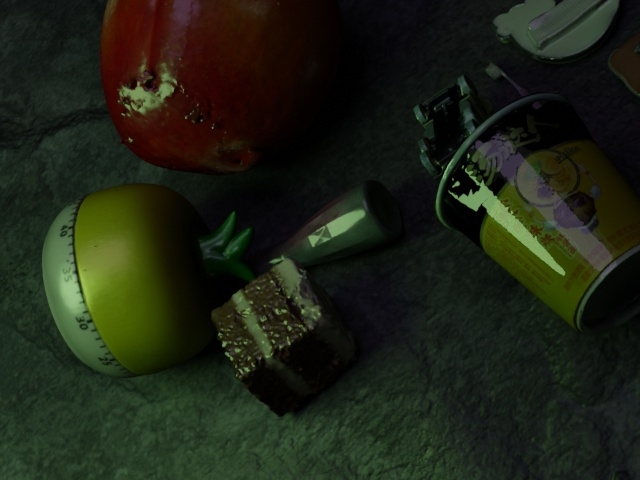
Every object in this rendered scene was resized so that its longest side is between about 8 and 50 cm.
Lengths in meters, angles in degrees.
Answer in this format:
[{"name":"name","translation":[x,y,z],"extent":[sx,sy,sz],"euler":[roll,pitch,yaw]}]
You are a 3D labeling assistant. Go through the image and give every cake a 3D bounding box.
[{"name":"cake","translation":[-0.043,0.123,1.869],"extent":[0.147,0.134,0.135],"euler":[-34,49,4]}]

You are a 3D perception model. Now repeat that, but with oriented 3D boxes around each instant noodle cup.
[{"name":"instant noodle cup","translation":[0.279,-0.020,1.675],"extent":[0.215,0.215,0.236],"euler":[-43,58,8]}]

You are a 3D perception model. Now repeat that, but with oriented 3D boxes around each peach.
[{"name":"peach","translation":[-0.147,-0.267,2.020],"extent":[0.370,0.370,0.370],"euler":[-17,56,28]}]

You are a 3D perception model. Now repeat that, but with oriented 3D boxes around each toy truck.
[{"name":"toy truck","translation":[0.186,-0.117,1.831],"extent":[0.085,0.116,0.191],"euler":[-33,26,18]}]

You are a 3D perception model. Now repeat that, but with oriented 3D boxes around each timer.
[{"name":"timer","translation":[-0.206,0.040,1.952],"extent":[0.285,0.285,0.285],"euler":[-17,56,28]}]

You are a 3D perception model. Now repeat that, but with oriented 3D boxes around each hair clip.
[{"name":"hair clip","translation":[0.333,-0.307,1.890],"extent":[0.220,0.054,0.140],"euler":[-38,53,16]}]

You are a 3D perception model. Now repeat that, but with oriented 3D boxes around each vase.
[{"name":"vase","translation":[0.000,0.000,1.940],"extent":[0.214,0.086,0.086],"euler":[-27,52,27]}]

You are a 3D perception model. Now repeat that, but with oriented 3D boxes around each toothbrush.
[{"name":"toothbrush","translation":[0.272,-0.180,1.884],"extent":[0.017,0.014,0.194],"euler":[-46,48,5]}]

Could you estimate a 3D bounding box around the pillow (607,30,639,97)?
[{"name":"pillow","translation":[0.447,-0.228,1.742],"extent":[0.179,0.075,0.171],"euler":[-40,49,12]}]
